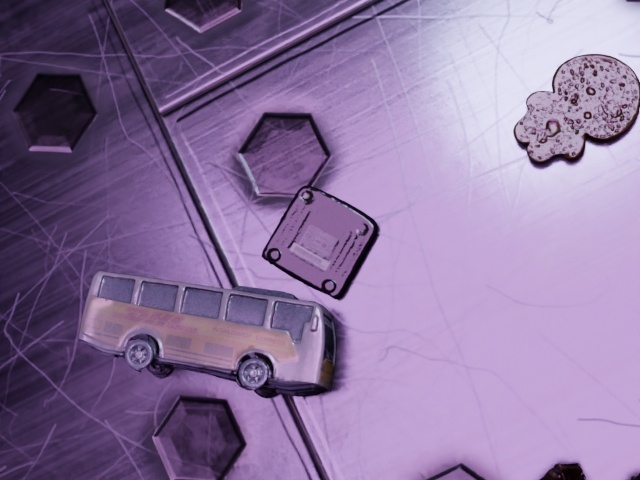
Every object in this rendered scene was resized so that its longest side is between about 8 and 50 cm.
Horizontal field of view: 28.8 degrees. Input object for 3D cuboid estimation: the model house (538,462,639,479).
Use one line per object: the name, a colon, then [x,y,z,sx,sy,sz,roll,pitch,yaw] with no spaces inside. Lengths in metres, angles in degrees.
model house: [0.341,0.354,1.506,0.203,0.141,0.164,19,97,16]

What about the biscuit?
biscuit: [0.337,-0.172,1.634,0.175,0.026,0.124,-34,76,5]

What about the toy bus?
toy bus: [-0.148,0.126,1.663,0.343,0.097,0.138,7,77,14]

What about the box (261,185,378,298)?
box: [0.000,0.000,1.681,0.126,0.027,0.125,29,89,14]
